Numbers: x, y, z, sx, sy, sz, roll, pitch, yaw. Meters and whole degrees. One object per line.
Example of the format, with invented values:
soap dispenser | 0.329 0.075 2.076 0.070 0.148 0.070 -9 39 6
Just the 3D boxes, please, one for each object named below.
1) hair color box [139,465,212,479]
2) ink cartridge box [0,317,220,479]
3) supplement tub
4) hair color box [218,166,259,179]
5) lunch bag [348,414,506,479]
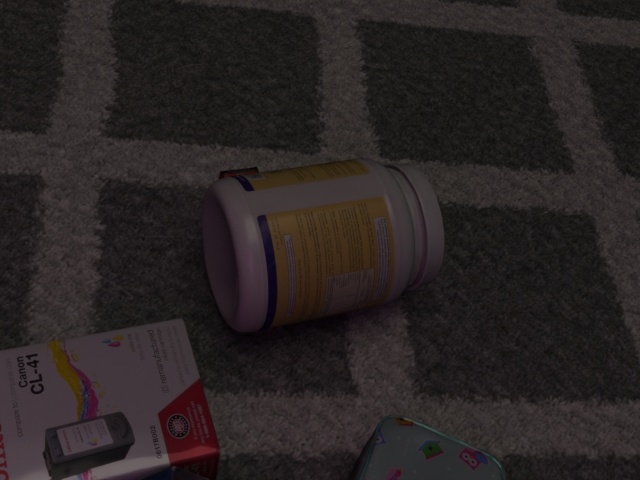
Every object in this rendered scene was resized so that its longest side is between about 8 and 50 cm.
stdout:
hair color box | -0.156 0.465 1.089 0.174 0.105 0.347 33 42 -36
ink cartridge box | -0.311 0.250 1.252 0.306 0.131 0.226 -8 56 -21
supplement tub | 0.000 0.000 1.448 0.331 0.241 0.241 -9 56 -20
hair color box | -0.124 -0.059 1.589 0.072 0.043 0.141 -10 57 -21
lunch bag | 0.134 0.398 1.258 0.224 0.108 0.279 23 52 1
